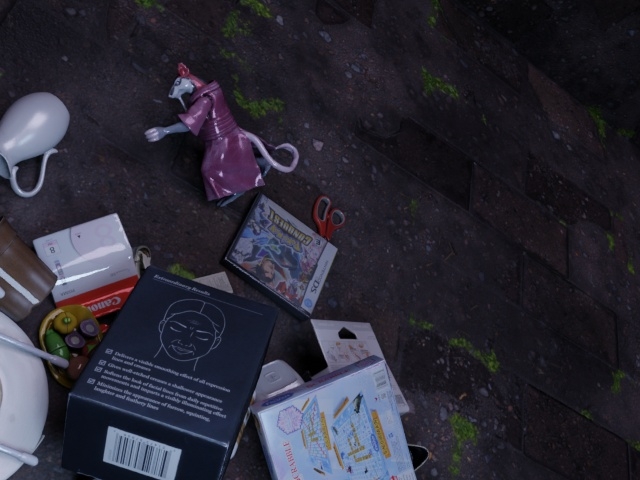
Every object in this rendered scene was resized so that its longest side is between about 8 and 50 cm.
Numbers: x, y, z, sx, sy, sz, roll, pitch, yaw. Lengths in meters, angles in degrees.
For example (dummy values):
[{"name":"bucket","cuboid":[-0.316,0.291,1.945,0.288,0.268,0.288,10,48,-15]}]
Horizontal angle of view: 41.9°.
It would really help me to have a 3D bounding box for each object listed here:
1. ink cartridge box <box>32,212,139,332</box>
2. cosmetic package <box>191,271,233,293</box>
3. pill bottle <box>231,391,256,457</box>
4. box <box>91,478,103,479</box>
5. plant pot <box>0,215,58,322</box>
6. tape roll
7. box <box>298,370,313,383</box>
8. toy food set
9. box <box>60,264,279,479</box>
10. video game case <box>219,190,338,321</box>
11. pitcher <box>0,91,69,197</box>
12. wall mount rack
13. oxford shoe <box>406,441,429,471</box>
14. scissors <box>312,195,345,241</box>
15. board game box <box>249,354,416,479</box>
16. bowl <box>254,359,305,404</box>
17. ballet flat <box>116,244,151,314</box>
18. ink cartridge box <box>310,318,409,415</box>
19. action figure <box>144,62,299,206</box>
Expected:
[{"name":"ink cartridge box","cuboid":[-0.487,0.078,1.791,0.189,0.066,0.232,-20,75,-21]},{"name":"cosmetic package","cuboid":[-0.273,0.118,2.003,0.115,0.041,0.060,-12,74,-43]},{"name":"pill bottle","cuboid":[-0.233,0.407,1.805,0.131,0.131,0.229,36,48,-18]},{"name":"box","cuboid":[-0.406,0.545,1.571,0.038,0.145,0.186,-2,67,-39]},{"name":"plant pot","cuboid":[-0.626,0.065,1.661,0.165,0.167,0.167,45,45,-20]},{"name":"tape roll","cuboid":[-0.696,0.288,1.529,0.392,0.072,0.392,21,54,-31]},{"name":"box","cuboid":[-0.033,0.431,1.998,0.180,0.077,0.147,51,45,-5]},{"name":"toy food set","cuboid":[-0.490,0.231,1.710,0.128,0.071,0.218,-20,83,-33]},{"name":"box","cuboid":[-0.280,0.276,1.622,0.293,0.212,0.395,18,35,1]},{"name":"video game case","cuboid":[-0.101,0.040,2.186,0.274,0.035,0.248,36,50,-16]},{"name":"pitcher","cuboid":[-0.640,-0.214,1.846,0.207,0.125,0.178,-53,124,-34]},{"name":"wall mount rack","cuboid":[-0.592,0.240,1.491,0.130,0.304,0.350,1,54,11]},{"name":"oxford shoe","cuboid":[0.117,0.548,2.018,0.348,0.130,0.123,-11,76,-42]},{"name":"scissors","cuboid":[0.000,0.000,2.320,0.109,0.021,0.297,37,48,-21]},{"name":"board game box","cuboid":[0.035,0.462,1.877,0.317,0.066,0.319,-18,101,-20]},{"name":"bowl","cuboid":[-0.110,0.335,1.938,0.142,0.053,0.142,-21,38,-28]},{"name":"ballet flat","cuboid":[-0.412,0.105,1.865,0.072,0.068,0.213,44,36,-53]},{"name":"ink cartridge box","cuboid":[0.082,0.332,2.102,0.296,0.066,0.261,12,48,-56]},{"name":"action figure","cuboid":[-0.254,-0.277,2.074,0.248,0.275,0.370,-75,147,-57]}]
